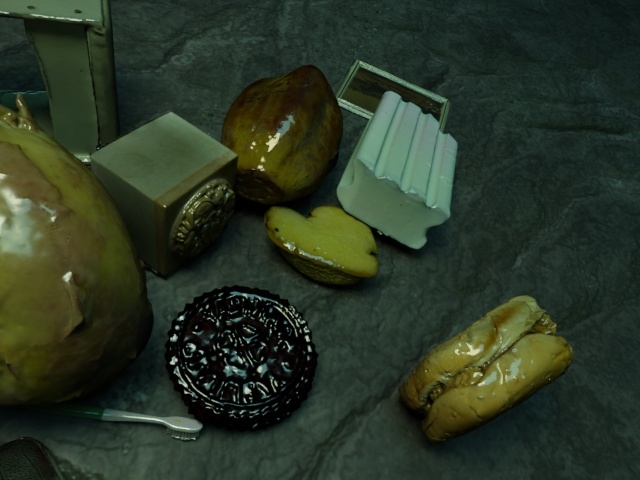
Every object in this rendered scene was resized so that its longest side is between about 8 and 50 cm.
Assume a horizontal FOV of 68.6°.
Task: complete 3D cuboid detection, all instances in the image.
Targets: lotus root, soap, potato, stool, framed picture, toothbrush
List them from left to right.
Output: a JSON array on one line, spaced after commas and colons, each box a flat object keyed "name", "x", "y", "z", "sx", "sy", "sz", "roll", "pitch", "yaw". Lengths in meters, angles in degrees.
[{"name": "stool", "x": -0.427, "y": -0.245, "z": 0.642, "sx": 0.269, "sy": 0.244, "sz": 0.171, "roll": -6, "pitch": 56, "yaw": -23}, {"name": "potato", "x": -0.285, "y": 0.027, "z": 0.449, "sx": 0.237, "sy": 0.289, "sz": 0.301, "roll": 19, "pitch": 64, "yaw": 17}, {"name": "toothbrush", "x": -0.258, "y": 0.187, "z": 0.516, "sx": 0.256, "sy": 0.024, "sz": 0.018, "roll": 14, "pitch": 30, "yaw": -8}, {"name": "lotus root", "x": -0.057, "y": -0.165, "z": 0.765, "sx": 0.193, "sy": 0.193, "sz": 0.291, "roll": 21, "pitch": 41, "yaw": -3}, {"name": "framed picture", "x": 0.166, "y": -0.311, "z": 1.046, "sx": 0.252, "sy": 0.014, "sz": 0.197, "roll": 24, "pitch": 50, "yaw": 0}, {"name": "soap", "x": 0.143, "y": -0.135, "z": 0.831, "sx": 0.172, "sy": 0.095, "sz": 0.290, "roll": 29, "pitch": 42, "yaw": -5}]

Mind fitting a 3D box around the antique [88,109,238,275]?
[{"name": "antique", "x": -0.203, "y": -0.058, "z": 0.638, "sx": 0.147, "sy": 0.152, "sz": 0.147, "roll": 32, "pitch": 49, "yaw": 10}]

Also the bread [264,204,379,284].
[{"name": "bread", "x": 0.000, "y": 0.000, "z": 0.724, "sx": 0.187, "sy": 0.065, "sz": 0.150, "roll": 20, "pitch": 41, "yaw": -7}]

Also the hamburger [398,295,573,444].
[{"name": "hamburger", "x": 0.203, "y": 0.159, "z": 0.582, "sx": 0.213, "sy": 0.214, "sz": 0.108, "roll": -15, "pitch": 59, "yaw": -28}]

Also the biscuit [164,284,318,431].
[{"name": "biscuit", "x": -0.095, "y": 0.139, "z": 0.586, "sx": 0.194, "sy": 0.053, "sz": 0.195, "roll": 9, "pitch": 51, "yaw": -12}]

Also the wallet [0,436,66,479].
[{"name": "wallet", "x": -0.245, "y": 0.322, "z": 0.374, "sx": 0.172, "sy": 0.045, "sz": 0.318, "roll": -27, "pitch": 57, "yaw": -37}]
